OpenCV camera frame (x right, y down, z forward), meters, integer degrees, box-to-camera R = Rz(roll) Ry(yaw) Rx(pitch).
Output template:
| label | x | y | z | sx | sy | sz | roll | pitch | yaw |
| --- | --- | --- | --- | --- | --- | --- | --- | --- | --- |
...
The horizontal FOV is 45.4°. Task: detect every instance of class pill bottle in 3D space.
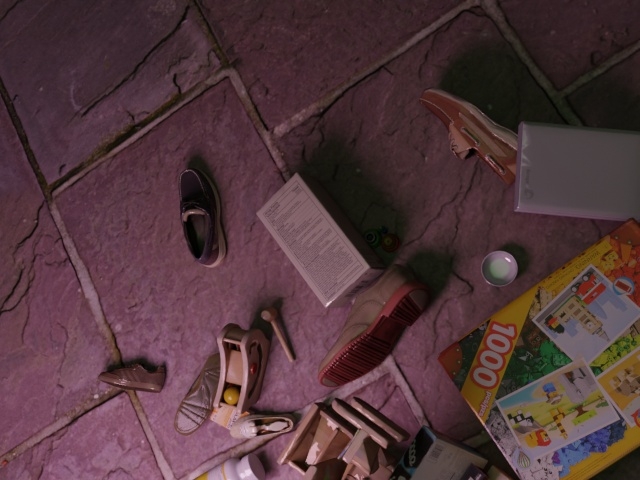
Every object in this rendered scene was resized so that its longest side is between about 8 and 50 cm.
| label | x | y | z | sx | sy | sz | roll | pitch | yaw |
| --- | --- | --- | --- | --- | --- | --- | --- | --- | --- |
| pill bottle | -0.231 | 0.599 | 1.876 | 0.184 | 0.103 | 0.103 | -32 | 72 | 12 |

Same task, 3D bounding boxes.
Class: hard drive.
| label | x | y | z | sx | sy | sz | roll | pitch | yaw |
| --- | --- | --- | --- | --- | --- | --- | --- | --- | --- |
| hard drive | 0.593 | -0.152 | 1.701 | 0.307 | 0.040 | 0.203 | 5 | 82 | 0 |

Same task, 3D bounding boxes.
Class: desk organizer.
| label | x | y | z | sx | sy | sz | roll | pitch | yaw |
| --- | --- | --- | --- | --- | --- | --- | --- | --- | --- |
| desk organizer | 0.322 | 0.558 | 1.670 | 0.130 | 0.050 | 0.047 | -56 | 38 | 1 |

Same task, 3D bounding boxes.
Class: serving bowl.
| label | x | y | z | sx | sy | sz | roll | pitch | yaw |
| --- | --- | --- | --- | --- | --- | --- | --- | --- | --- |
| serving bowl | 0.418 | 0.067 | 1.782 | 0.083 | 0.027 | 0.083 | -3 | 80 | 18 |

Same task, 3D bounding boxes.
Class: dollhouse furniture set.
| label | x | y | z | sx | sy | sz | roll | pitch | yaw |
| --- | --- | --- | --- | --- | --- | --- | --- | --- | --- |
| dollhouse furniture set | -0.004 | 0.498 | 1.658 | 0.256 | 0.394 | 0.362 | 33 | 92 | 22 |

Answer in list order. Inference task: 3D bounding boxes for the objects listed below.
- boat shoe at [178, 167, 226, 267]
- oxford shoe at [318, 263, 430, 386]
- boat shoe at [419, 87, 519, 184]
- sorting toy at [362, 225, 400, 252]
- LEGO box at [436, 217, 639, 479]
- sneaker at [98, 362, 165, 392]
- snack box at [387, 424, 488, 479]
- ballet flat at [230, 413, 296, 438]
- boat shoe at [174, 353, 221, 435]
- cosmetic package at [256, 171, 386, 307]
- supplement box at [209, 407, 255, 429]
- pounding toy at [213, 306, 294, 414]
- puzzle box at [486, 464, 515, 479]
| label | x | y | z | sx | sy | sz | roll | pitch | yaw |
| --- | --- | --- | --- | --- | --- | --- | --- | --- | --- |
| boat shoe | -0.325 | -0.068 | 2.032 | 0.102 | 0.092 | 0.285 | -17 | 75 | 16 |
| oxford shoe | 0.112 | 0.207 | 1.839 | 0.348 | 0.123 | 0.130 | -46 | 43 | 8 |
| boat shoe | 0.355 | -0.250 | 1.813 | 0.324 | 0.123 | 0.116 | 39 | 97 | 23 |
| sorting toy | 0.147 | -0.007 | 1.882 | 0.102 | 0.042 | 0.061 | 13 | 85 | 21 |
| LEGO box | 0.563 | 0.257 | 1.609 | 0.500 | 0.193 | 0.372 | -38 | 70 | 10 |
| sneaker | -0.500 | 0.361 | 2.044 | 0.188 | 0.066 | 0.071 | 6 | 66 | 15 |
| snack box | 0.213 | 0.579 | 1.682 | 0.322 | 0.187 | 0.060 | -58 | 34 | 2 |
| ballet flat | -0.143 | 0.454 | 1.875 | 0.168 | 0.052 | 0.057 | -11 | 88 | 1 |
| boat shoe | -0.297 | 0.392 | 1.954 | 0.080 | 0.073 | 0.224 | 27 | 87 | 3 |
| cosmetic package | 0.000 | 0.000 | 1.885 | 0.160 | 0.113 | 0.309 | -43 | 69 | 18 |
| supplement box | -0.224 | 0.444 | 1.936 | 0.098 | 0.036 | 0.062 | 21 | 89 | 21 |
| pounding toy | -0.163 | 0.293 | 1.879 | 0.154 | 0.154 | 0.270 | 10 | 84 | 21 |
| puzzle box | 0.419 | 0.683 | 1.546 | 0.272 | 0.052 | 0.409 | -58 | 34 | 3 |
